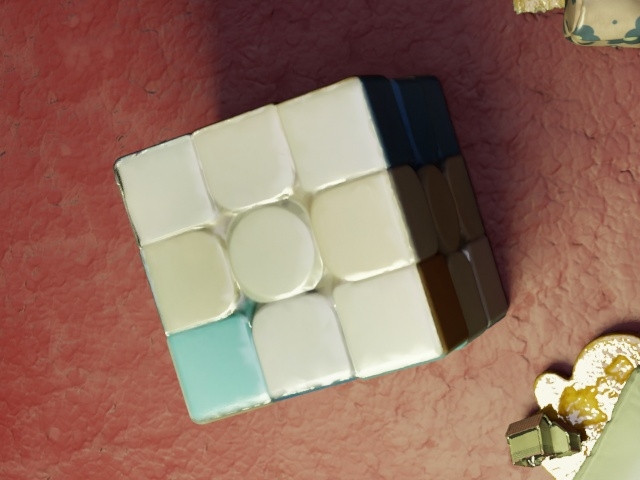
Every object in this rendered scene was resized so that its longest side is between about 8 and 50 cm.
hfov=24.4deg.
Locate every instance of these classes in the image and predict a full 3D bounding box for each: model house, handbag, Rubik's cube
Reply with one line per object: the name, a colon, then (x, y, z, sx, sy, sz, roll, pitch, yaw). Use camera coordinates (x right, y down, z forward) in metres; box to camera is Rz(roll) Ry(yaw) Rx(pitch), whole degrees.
model house: (0.286, 0.254, 1.904, 0.083, 0.057, 0.058, -29, 59, 41)
handbag: (0.395, -0.354, 1.769, 0.193, 0.190, 0.252, 5, 97, 3)
Rubik's cube: (0.000, 0.000, 1.860, 0.346, 0.344, 0.347, -15, 92, 21)

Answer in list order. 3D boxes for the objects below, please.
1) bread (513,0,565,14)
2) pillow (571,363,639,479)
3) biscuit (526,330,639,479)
bread: (0.287, -0.326, 1.886, 0.083, 0.035, 0.070, -3, 95, 14)
pillow: (0.475, 0.323, 1.801, 0.322, 0.120, 0.255, 29, 90, 7)
biscuit: (0.367, 0.217, 1.911, 0.184, 0.035, 0.249, 40, 110, 11)
